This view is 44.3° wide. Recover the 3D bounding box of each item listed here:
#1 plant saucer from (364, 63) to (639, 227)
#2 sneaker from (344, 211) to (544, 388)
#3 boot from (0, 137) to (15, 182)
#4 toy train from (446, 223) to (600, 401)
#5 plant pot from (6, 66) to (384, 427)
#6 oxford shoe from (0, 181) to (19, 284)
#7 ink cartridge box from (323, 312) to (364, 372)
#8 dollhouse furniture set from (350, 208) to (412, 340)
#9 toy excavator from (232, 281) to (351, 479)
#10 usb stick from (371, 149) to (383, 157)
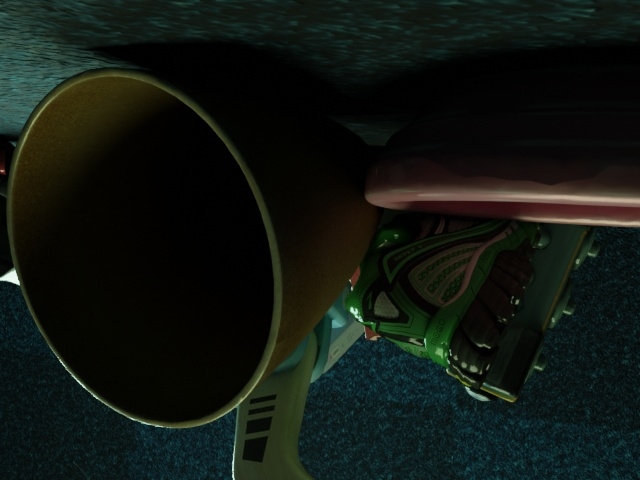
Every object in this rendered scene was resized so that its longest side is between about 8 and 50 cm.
[{"bbox_3d":[0.198,-0.055,0.545,0.332,0.084,0.332,3,-179,0],"label":"plant saucer"},{"bbox_3d":[0.126,0.007,0.753,0.146,0.134,0.343,25,-160,12],"label":"sneaker"},{"bbox_3d":[-0.515,-0.105,1.017,0.176,0.088,0.244,3,-172,21],"label":"boot"},{"bbox_3d":[0.273,0.062,1.051,0.142,0.334,0.190,25,180,17],"label":"toy train"},{"bbox_3d":[-0.060,-0.018,0.608,0.237,0.237,0.254,4,-165,30],"label":"plant pot"},{"bbox_3d":[-0.320,0.021,1.080,0.449,0.169,0.130,17,-170,13],"label":"oxford shoe"},{"bbox_3d":[0.010,0.053,1.149,0.189,0.232,0.066,33,160,31],"label":"ink cartridge box"},{"bbox_3d":[0.017,0.009,1.098,0.374,0.152,0.201,3,-142,27],"label":"dollhouse furniture set"},{"bbox_3d":[-0.068,0.127,0.822,0.433,0.445,0.222,3,162,19],"label":"toy excavator"},{"bbox_3d":[0.105,-0.082,0.918,0.278,0.045,0.077,4,-174,12],"label":"usb stick"}]
